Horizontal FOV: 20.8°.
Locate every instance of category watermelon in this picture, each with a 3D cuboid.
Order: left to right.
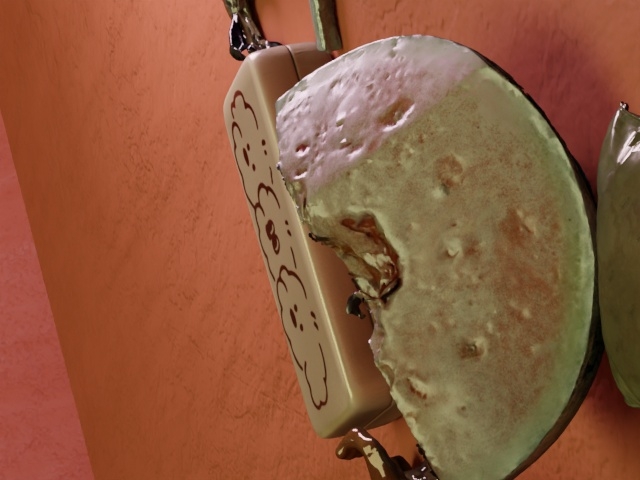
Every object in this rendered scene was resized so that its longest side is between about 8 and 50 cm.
[{"bbox_3d":[0.114,0.000,1.159,0.175,0.188,0.322,9,-128,-61],"label":"watermelon"}]

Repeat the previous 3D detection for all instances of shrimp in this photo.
[{"bbox_3d":[-0.069,-0.244,1.653,0.219,0.046,0.152,129,127,-72],"label":"shrimp"}]

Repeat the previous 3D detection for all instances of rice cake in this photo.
[{"bbox_3d":[-0.001,-0.222,1.512,0.022,0.021,0.121,14,116,65],"label":"rice cake"}]

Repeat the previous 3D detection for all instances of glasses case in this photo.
[{"bbox_3d":[0.000,0.000,1.554,0.144,0.076,0.336,127,129,-66],"label":"glasses case"}]

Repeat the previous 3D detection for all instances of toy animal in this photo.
[{"bbox_3d":[0.080,0.242,1.472,0.157,0.097,0.312,54,150,26],"label":"toy animal"}]

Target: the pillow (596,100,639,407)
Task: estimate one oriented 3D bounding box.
[{"bbox_3d":[0.228,0.036,0.905,0.302,0.075,0.185,-151,54,-65],"label":"pillow"}]
